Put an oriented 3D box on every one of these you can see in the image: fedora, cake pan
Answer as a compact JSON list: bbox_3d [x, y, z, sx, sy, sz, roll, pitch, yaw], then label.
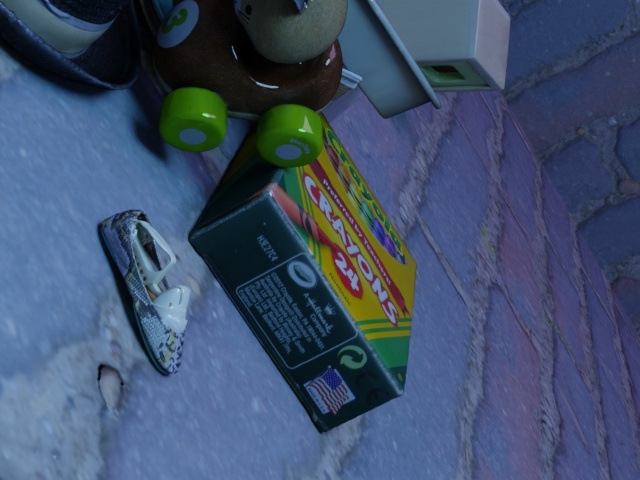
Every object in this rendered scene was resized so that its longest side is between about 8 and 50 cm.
[{"bbox_3d":[-0.177,-0.277,0.918,0.334,0.153,0.334,54,18,-27],"label":"fedora"},{"bbox_3d":[0.012,-0.232,1.191,0.293,0.054,0.293,55,7,-11],"label":"cake pan"}]

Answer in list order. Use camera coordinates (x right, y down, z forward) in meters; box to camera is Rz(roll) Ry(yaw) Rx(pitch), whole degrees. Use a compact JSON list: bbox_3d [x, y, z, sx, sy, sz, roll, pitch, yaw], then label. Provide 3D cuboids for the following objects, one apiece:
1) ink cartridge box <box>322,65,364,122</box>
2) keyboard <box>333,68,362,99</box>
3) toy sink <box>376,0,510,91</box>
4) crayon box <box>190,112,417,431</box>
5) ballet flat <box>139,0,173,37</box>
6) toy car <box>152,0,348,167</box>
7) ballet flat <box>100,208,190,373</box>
[{"bbox_3d":[-0.033,-0.214,1.345,0.127,0.072,0.175,56,12,29],"label":"ink cartridge box"},{"bbox_3d":[-0.020,-0.149,1.189,0.072,0.014,0.256,30,-5,-9],"label":"keyboard"},{"bbox_3d":[0.147,-0.297,1.906,0.153,0.234,0.131,28,66,-63],"label":"toy sink"},{"bbox_3d":[0.000,0.000,1.128,0.202,0.081,0.318,57,17,-16],"label":"crayon box"},{"bbox_3d":[-0.132,-0.272,1.145,0.348,0.123,0.123,67,17,10],"label":"ballet flat"},{"bbox_3d":[-0.041,-0.173,0.945,0.188,0.149,0.155,116,-21,-57],"label":"toy car"},{"bbox_3d":[-0.108,0.029,0.832,0.114,0.041,0.041,66,17,13],"label":"ballet flat"}]
